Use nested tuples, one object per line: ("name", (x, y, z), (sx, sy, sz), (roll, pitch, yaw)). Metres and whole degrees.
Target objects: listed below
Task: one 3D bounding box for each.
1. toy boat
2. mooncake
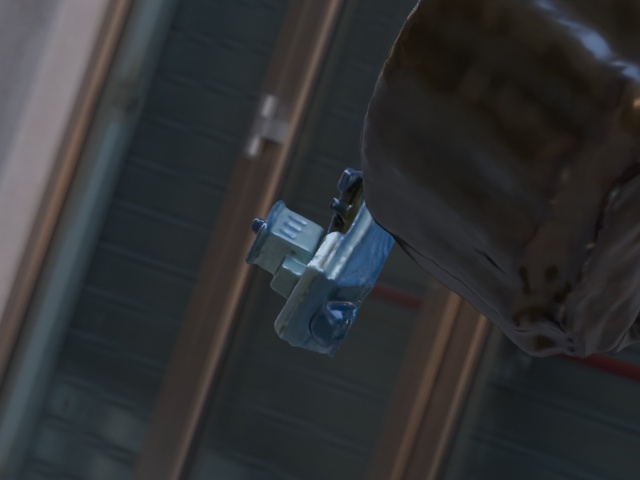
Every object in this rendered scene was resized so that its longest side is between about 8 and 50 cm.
("toy boat", (0.000, 0.000, 1.222), (0.102, 0.088, 0.215), (30, 32, 0))
("mooncake", (0.177, -0.068, 0.915), (0.161, 0.290, 0.290), (46, 13, 31))
